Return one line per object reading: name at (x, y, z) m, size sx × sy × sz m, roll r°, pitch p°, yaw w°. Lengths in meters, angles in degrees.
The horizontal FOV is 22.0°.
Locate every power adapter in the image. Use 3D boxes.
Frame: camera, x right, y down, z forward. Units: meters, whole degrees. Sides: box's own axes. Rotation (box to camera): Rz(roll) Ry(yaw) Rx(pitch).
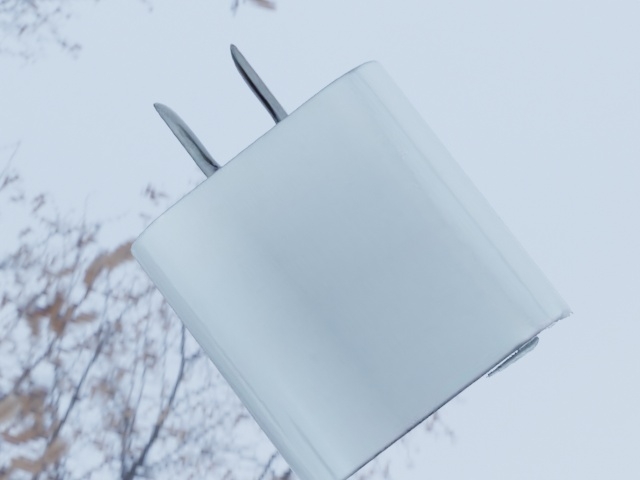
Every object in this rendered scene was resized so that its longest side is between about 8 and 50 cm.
power adapter at (0.000, 0.000, 0.978) m, size 0.187 × 0.124 × 0.255 m, roll -37°, pitch -96°, yaw 2°
